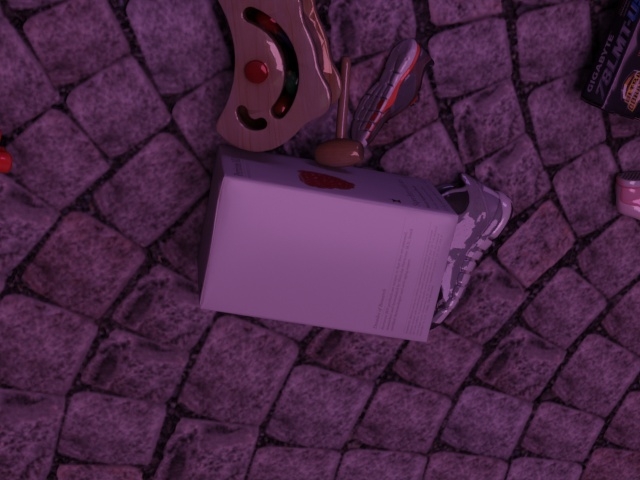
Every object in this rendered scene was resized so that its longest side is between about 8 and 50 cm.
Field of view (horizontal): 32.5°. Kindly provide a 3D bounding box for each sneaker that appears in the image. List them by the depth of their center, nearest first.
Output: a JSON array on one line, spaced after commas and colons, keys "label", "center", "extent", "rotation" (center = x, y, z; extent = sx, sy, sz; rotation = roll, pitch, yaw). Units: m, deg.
[{"label": "sneaker", "center": [0.101, -0.186, 1.454], "extent": [0.065, 0.061, 0.158], "rotation": [26, 101, -31]}, {"label": "sneaker", "center": [0.159, 0.005, 1.539], "extent": [0.132, 0.086, 0.228], "rotation": [33, 88, -21]}, {"label": "sneaker", "center": [0.498, -0.066, 1.631], "extent": [0.134, 0.051, 0.070], "rotation": [-3, 113, -13]}]

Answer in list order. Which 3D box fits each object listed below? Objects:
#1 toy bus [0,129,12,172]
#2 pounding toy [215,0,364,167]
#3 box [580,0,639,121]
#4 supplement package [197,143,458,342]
[{"label": "toy bus", "center": [-0.446, -0.109, 1.225], "extent": [0.211, 0.220, 0.149], "rotation": [10, 102, -27]}, {"label": "pounding toy", "center": [-0.052, -0.210, 1.389], "extent": [0.154, 0.155, 0.269], "rotation": [-13, 107, 18]}, {"label": "box", "center": [0.542, -0.286, 1.508], "extent": [0.293, 0.073, 0.295], "rotation": [13, 106, -21]}, {"label": "supplement package", "center": [0.000, 0.000, 1.402], "extent": [0.293, 0.177, 0.175], "rotation": [9, 107, -11]}]
